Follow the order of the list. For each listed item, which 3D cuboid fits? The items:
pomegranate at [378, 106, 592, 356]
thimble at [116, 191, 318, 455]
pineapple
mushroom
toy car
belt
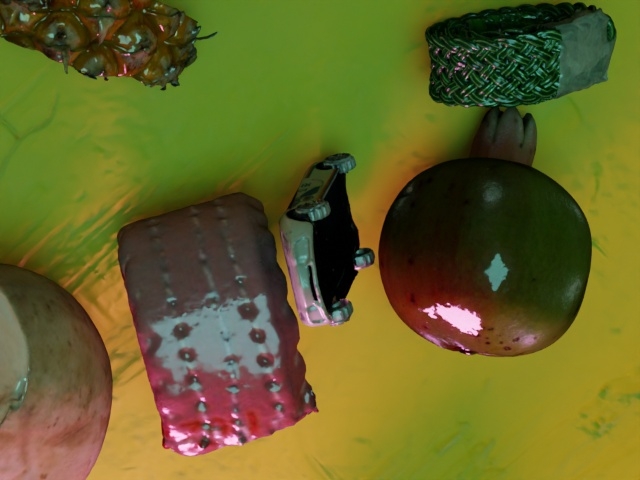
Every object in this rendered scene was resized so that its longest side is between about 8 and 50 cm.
[{"bbox_3d":[0.140,-0.009,1.397,0.180,0.180,0.210,20,75,-16],"label":"pomegranate"},{"bbox_3d":[-0.085,0.064,1.372,0.125,0.163,0.190,-14,96,-5],"label":"thimble"},{"bbox_3d":[-0.189,-0.174,1.286,0.233,0.135,0.079,18,104,-14],"label":"pineapple"},{"bbox_3d":[-0.270,0.139,1.371,0.254,0.195,0.189,-53,142,3],"label":"mushroom"},{"bbox_3d":[0.000,0.000,1.347,0.056,0.205,0.095,-7,109,14],"label":"toy car"},{"bbox_3d":[0.158,-0.139,1.369,0.151,0.121,0.079,-12,108,-11],"label":"belt"}]
